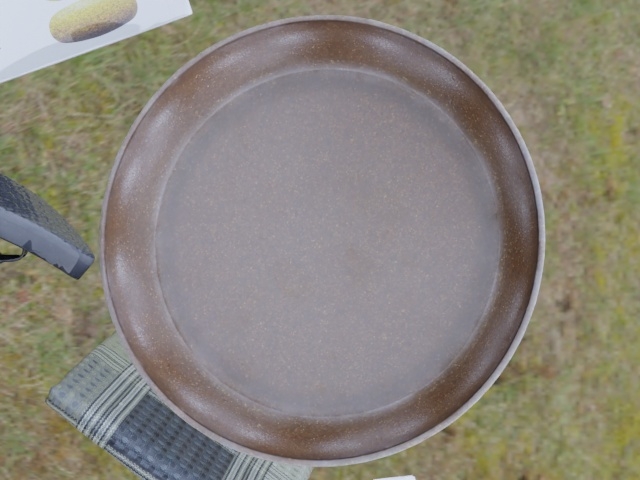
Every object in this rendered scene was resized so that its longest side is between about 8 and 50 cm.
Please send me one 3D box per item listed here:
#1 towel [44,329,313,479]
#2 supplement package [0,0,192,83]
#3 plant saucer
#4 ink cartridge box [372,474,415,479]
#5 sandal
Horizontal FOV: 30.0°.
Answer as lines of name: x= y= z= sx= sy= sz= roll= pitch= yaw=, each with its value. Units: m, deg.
towel: x=-0.152 y=0.230 z=1.418 sx=0.312 sy=0.324 sz=0.056 roll=35 pitch=104 yaw=1
supplement package: x=-0.271 y=-0.240 z=1.155 sx=0.244 sy=0.134 sz=0.139 roll=-24 pitch=105 yaw=-18
plant saucer: x=0.000 y=0.000 z=0.839 sx=0.050 sy=0.310 sz=0.311 roll=29 pitch=61 yaw=-79
ink cartridge box: x=0.070 y=0.374 z=1.499 sx=0.060 sy=0.180 sz=0.104 roll=-2 pitch=62 yaw=-24
sandal: x=-0.272 y=-0.033 z=0.796 sx=0.254 sy=0.097 sz=0.054 roll=26 pitch=99 yaw=-20
